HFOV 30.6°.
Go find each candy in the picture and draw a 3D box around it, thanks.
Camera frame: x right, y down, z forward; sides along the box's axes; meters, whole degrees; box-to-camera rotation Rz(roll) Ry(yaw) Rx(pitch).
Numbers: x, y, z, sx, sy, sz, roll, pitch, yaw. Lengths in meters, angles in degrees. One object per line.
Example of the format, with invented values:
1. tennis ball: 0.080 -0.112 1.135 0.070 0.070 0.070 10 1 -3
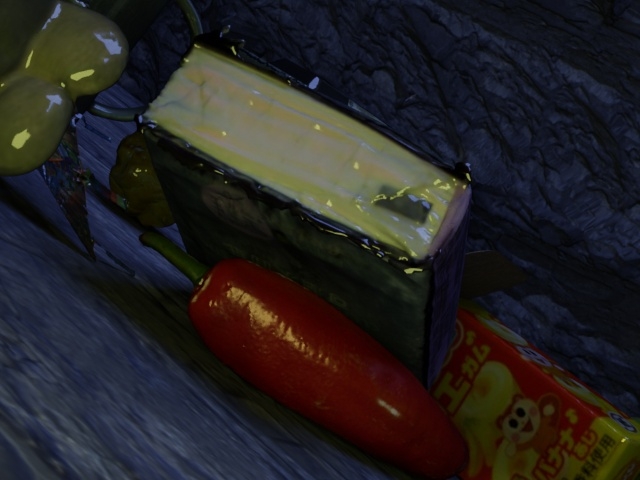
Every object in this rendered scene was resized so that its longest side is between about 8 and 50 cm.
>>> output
1. candy: 0.189 0.180 1.198 0.088 0.146 0.276 18 18 -50

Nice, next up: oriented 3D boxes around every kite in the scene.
1. kite: -0.210 -0.063 1.007 0.160 0.010 0.182 43 26 -53

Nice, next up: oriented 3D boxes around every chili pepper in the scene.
1. chili pepper: 0.003 0.115 0.974 0.368 0.092 0.137 41 -18 -17

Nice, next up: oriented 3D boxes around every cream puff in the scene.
1. cream puff: -0.176 -0.063 1.342 0.146 0.116 0.146 10 38 -8

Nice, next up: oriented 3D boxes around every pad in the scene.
1. pad: 0.083 0.063 1.264 0.176 0.266 0.002 29 46 -63

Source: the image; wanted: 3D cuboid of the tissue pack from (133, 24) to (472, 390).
1. tissue pack: 0.000 0.000 1.009 0.259 0.122 0.361 28 -20 14

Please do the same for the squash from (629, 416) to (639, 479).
1. squash: 0.362 0.251 1.284 0.118 0.118 0.371 34 -24 -27

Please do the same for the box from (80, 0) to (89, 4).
1. box: -0.334 -0.200 1.040 0.274 0.178 0.138 37 4 32

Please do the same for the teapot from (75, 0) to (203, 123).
1. teapot: -0.248 -0.252 1.288 0.270 0.337 0.200 36 3 -23

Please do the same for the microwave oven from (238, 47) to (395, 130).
1. microwave oven: -0.027 -0.089 1.772 0.355 0.286 0.218 27 7 -41

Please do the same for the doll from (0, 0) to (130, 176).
1. doll: -0.343 -0.166 0.675 0.379 0.252 0.382 -10 -38 47
